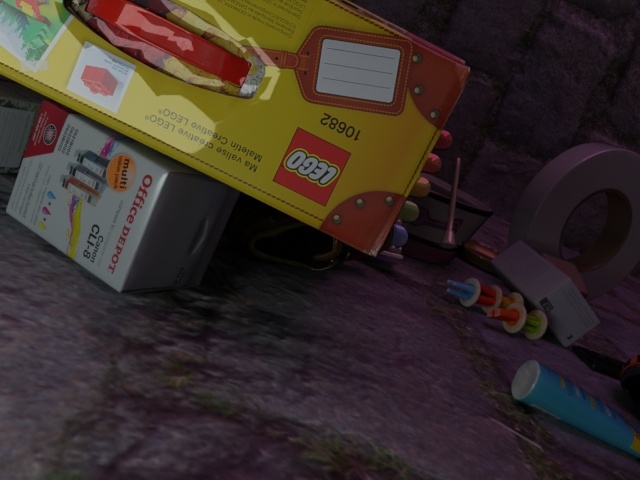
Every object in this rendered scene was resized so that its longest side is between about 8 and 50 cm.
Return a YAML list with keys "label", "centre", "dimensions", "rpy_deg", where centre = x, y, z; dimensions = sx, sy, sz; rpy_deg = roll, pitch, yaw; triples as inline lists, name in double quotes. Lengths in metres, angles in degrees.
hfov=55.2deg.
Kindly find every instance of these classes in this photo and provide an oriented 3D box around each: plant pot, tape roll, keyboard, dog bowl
- label: "plant pot"
  centre: [0.516, 0.109, 1.342]
  dimensions: [0.109, 0.109, 0.096]
  rpy_deg: [17, 28, -28]
- label: "tape roll"
  centre: [0.619, -0.034, 1.428]
  dimensions: [0.391, 0.392, 0.072]
  rpy_deg: [17, 16, -27]
- label: "plant pot"
  centre: [0.420, 0.043, 1.560]
  dimensions: [0.236, 0.032, 0.236]
  rpy_deg: [22, 13, -6]
- label: "keyboard"
  centre: [0.539, 0.232, 1.070]
  dimensions: [0.180, 0.023, 0.108]
  rpy_deg: [20, 14, -13]
- label: "dog bowl"
  centre: [0.171, -0.089, 1.388]
  dimensions: [0.407, 0.151, 0.408]
  rpy_deg: [22, 15, -6]

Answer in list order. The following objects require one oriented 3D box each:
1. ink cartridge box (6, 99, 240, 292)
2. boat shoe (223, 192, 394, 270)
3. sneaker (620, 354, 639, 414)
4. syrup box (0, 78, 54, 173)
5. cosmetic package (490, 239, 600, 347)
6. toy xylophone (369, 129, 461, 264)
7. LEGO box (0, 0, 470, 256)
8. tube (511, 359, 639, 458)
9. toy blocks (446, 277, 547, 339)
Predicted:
- label: "ink cartridge box"
  centre: [-0.198, -0.044, 0.629]
  dimensions: [0.176, 0.128, 0.127]
  rpy_deg: [29, 12, 22]
- label: "boat shoe"
  centre: [0.000, 0.000, 0.885]
  dimensions: [0.307, 0.111, 0.104]
  rpy_deg: [2, 29, -37]
- label: "sneaker"
  centre: [0.579, 0.265, 0.857]
  dimensions: [0.321, 0.125, 0.180]
  rpy_deg: [21, 13, 36]
- label: "syrup box"
  centre: [-0.377, -0.143, 0.778]
  dimensions: [0.096, 0.093, 0.237]
  rpy_deg: [29, 14, 19]
- label: "cosmetic package"
  centre: [0.425, 0.095, 1.179]
  dimensions: [0.117, 0.085, 0.231]
  rpy_deg: [51, 6, -18]
- label: "toy xylophone"
  centre: [0.149, -0.105, 1.128]
  dimensions: [0.236, 0.323, 0.081]
  rpy_deg: [6, -16, -1]
- label: "LEGO box"
  centre: [-0.126, -0.206, 0.698]
  dimensions: [0.499, 0.193, 0.372]
  rpy_deg: [26, 10, -3]
- label: "tube"
  centre: [0.333, 0.216, 0.747]
  dimensions: [0.207, 0.052, 0.080]
  rpy_deg: [29, 23, -8]
- label: "toy blocks"
  centre: [0.295, 0.111, 1.044]
  dimensions: [0.148, 0.054, 0.123]
  rpy_deg: [18, 14, -23]
